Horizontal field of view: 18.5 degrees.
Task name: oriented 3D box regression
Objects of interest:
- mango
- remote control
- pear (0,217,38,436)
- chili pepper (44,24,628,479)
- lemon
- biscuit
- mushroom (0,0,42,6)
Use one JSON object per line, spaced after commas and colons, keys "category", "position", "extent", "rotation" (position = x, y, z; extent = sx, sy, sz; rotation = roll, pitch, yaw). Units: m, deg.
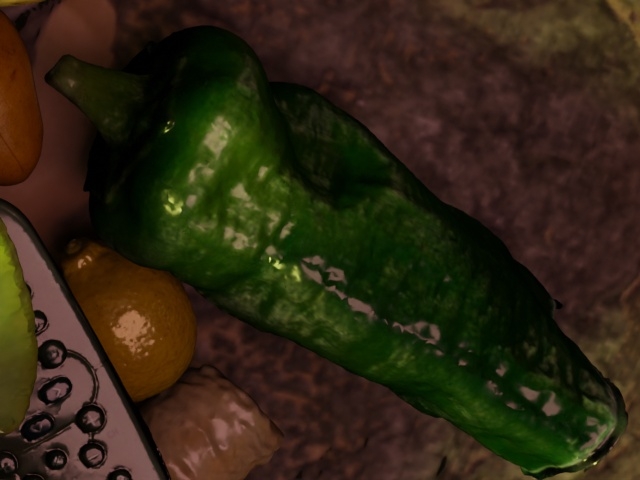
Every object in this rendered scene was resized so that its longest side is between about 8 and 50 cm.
{"category": "mango", "position": [-0.138, -0.058, 0.776], "extent": [0.060, 0.046, 0.089], "rotation": [-38, 123, -11]}
{"category": "remote control", "position": [-0.105, 0.084, 0.785], "extent": [0.072, 0.042, 0.222], "rotation": [-28, 106, -3]}
{"category": "pear", "position": [-0.247, -0.004, 0.620], "extent": [0.288, 0.139, 0.239], "rotation": [-20, 147, -22]}
{"category": "chili pepper", "position": [0.000, 0.000, 0.820], "extent": [0.270, 0.136, 0.099], "rotation": [36, 112, -26]}
{"category": "lemon", "position": [-0.084, 0.032, 0.822], "extent": [0.062, 0.062, 0.083], "rotation": [-37, 119, -11]}
{"category": "biscuit", "position": [-0.112, 0.140, 0.848], "extent": [0.219, 0.055, 0.061], "rotation": [-42, 127, -7]}
{"category": "mushroom", "position": [-0.156, -0.250, 0.563], "extent": [0.356, 0.334, 0.331], "rotation": [10, 101, -39]}
